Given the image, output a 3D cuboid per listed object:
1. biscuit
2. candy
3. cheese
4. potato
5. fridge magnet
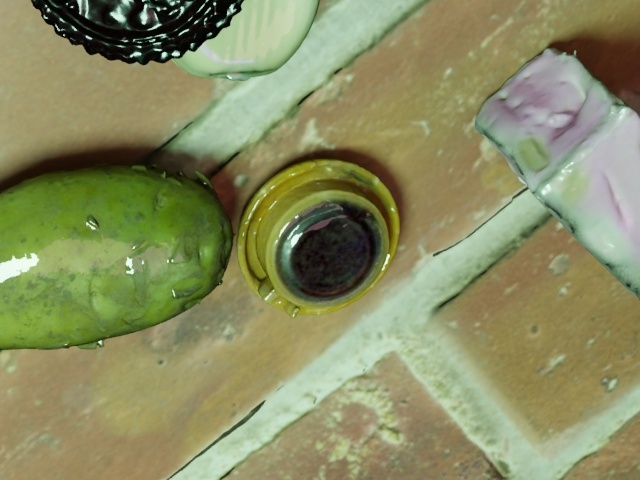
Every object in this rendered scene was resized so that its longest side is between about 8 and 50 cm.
[{"bbox_3d":[-0.138,-0.221,1.431,0.194,0.053,0.195,4,109,12],"label":"biscuit"},{"bbox_3d":[0.262,-0.034,1.668,0.116,0.155,0.265,-45,122,9],"label":"candy"},{"bbox_3d":[-0.061,-0.236,1.493,0.137,0.064,0.227,-3,116,-23],"label":"cheese"},{"bbox_3d":[-0.190,0.013,1.538,0.251,0.113,0.149,-11,126,-7],"label":"potato"},{"bbox_3d":[0.000,0.000,1.632,0.143,0.063,0.143,-7,117,-15],"label":"fridge magnet"}]
